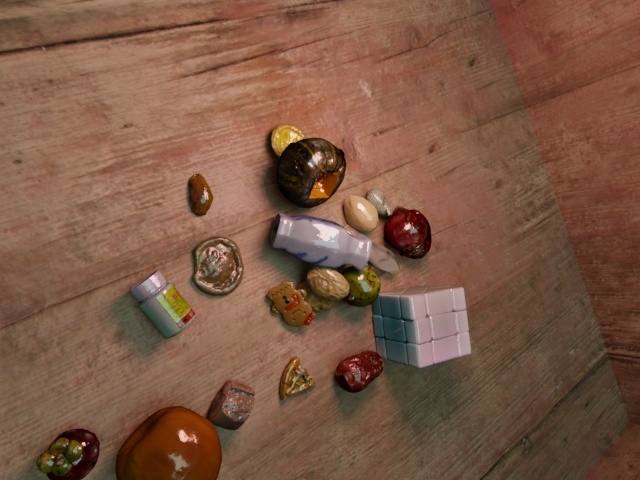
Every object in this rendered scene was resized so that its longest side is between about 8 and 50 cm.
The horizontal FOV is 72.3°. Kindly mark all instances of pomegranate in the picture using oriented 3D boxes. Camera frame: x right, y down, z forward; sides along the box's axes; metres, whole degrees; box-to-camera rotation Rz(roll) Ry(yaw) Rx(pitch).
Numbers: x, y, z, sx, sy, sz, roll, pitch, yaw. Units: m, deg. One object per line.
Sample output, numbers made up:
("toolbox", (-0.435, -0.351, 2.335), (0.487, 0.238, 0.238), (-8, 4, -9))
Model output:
("pomegranate", (0.170, 0.184, 1.982), (0.199, 0.198, 0.245), (16, 43, -27))

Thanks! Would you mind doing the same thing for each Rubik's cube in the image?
("Rubik's cube", (0.459, 0.383, 2.032), (0.319, 0.322, 0.315), (-6, 90, -28))

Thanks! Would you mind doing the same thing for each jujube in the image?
("jujube", (0.178, 0.582, 1.962), (0.230, 0.155, 0.155), (-15, 93, -39))

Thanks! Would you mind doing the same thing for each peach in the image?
("peach", (-0.491, 0.737, 1.471), (0.343, 0.343, 0.301), (-43, 103, -25))

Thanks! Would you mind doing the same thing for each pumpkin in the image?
("pumpkin", (-0.038, -0.280, 1.836), (0.321, 0.320, 0.192), (-23, 54, -28))

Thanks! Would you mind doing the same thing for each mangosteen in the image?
("mangosteen", (-0.801, 0.687, 1.396), (0.166, 0.180, 0.165), (1, 65, -1))

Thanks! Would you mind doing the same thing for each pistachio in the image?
("pistachio", (-0.468, -0.184, 1.728), (0.090, 0.049, 0.172), (-5, 88, -30))
("pistachio", (0.185, -0.121, 2.036), (0.145, 0.117, 0.200), (-44, 98, 11))

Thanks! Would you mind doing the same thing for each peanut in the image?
("peanut", (0.006, 0.214, 1.877), (0.197, 0.233, 0.110), (32, 37, -9))

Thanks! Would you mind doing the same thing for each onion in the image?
("onion", (0.433, -0.028, 2.120), (0.221, 0.281, 0.281), (-35, 107, 18))

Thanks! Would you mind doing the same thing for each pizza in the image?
("pizza", (-0.093, 0.610, 1.870), (0.176, 0.036, 0.184), (36, 70, -22))

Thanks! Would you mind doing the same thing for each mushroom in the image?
("mushroom", (0.232, 0.043, 2.058), (0.352, 0.097, 0.109), (34, 41, -19))

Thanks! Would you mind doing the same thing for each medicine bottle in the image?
("medicine bottle", (-0.569, 0.232, 1.584), (0.139, 0.139, 0.225), (-41, 105, -25))

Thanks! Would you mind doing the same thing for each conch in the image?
("conch", (0.278, -0.180, 2.107), (0.135, 0.102, 0.153), (-24, 91, -58))

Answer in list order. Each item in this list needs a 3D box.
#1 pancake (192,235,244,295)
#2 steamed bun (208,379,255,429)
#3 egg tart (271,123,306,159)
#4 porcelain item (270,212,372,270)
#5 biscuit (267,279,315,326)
("pancake", (-0.405, 0.101, 1.741), (0.223, 0.042, 0.236), (23, 74, -23))
("steamed bun", (-0.336, 0.641, 1.694), (0.145, 0.106, 0.175), (33, 69, -22))
("egg tart", (-0.139, -0.416, 1.914), (0.192, 0.074, 0.191), (3, 83, -28))
("porcelain item", (0.000, 0.000, 1.855), (0.406, 0.242, 0.178), (16, 100, -15))
("biscuit", (-0.120, 0.276, 1.842), (0.166, 0.036, 0.225), (-30, 105, 5))
